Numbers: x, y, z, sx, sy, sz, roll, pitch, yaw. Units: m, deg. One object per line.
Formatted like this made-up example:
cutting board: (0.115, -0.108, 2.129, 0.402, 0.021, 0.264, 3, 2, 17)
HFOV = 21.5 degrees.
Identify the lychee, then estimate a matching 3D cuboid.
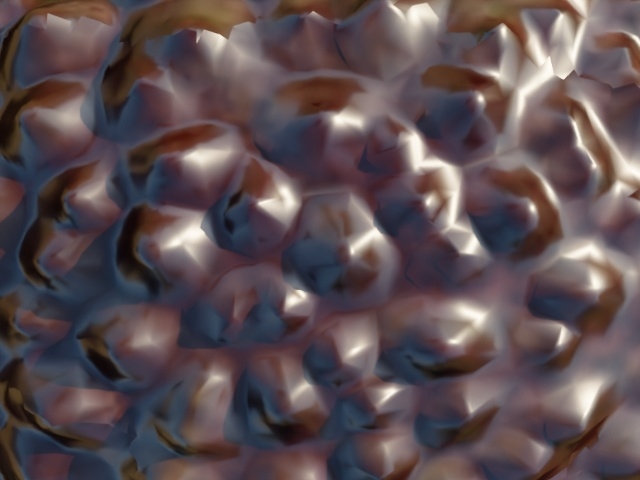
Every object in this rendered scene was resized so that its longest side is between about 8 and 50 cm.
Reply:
lychee: (0.000, 0.000, 0.532, 0.330, 0.306, 0.306, -5, 105, -31)
